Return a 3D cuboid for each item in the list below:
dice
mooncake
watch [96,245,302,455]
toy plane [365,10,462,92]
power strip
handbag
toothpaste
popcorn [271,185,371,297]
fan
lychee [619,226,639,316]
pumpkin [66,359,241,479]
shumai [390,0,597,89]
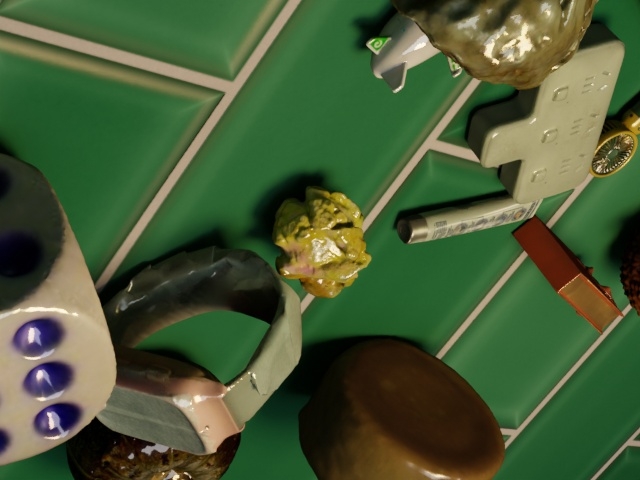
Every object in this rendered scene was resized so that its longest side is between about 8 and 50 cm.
[{"bbox_3d":[-0.366,0.071,1.618,0.243,0.251,0.259,-19,142,-17],"label":"dice"},{"bbox_3d":[0.111,0.282,2.183,0.284,0.284,0.155,3,129,-39],"label":"mooncake"},{"bbox_3d":[-0.153,0.117,1.864,0.162,0.253,0.241,70,38,-55],"label":"watch"},{"bbox_3d":[0.130,-0.246,1.770,0.174,0.080,0.174,-21,141,-19],"label":"toy plane"},{"bbox_3d":[0.286,-0.153,2.007,0.194,0.059,0.265,-17,141,-21],"label":"power strip"},{"bbox_3d":[0.364,0.053,2.241,0.063,0.127,0.190,-41,144,10],"label":"handbag"},{"bbox_3d":[0.213,-0.033,2.106,0.239,0.039,0.062,-12,143,-29],"label":"toothpaste"},{"bbox_3d":[0.000,0.000,1.928,0.126,0.126,0.145,5,151,-7],"label":"popcorn"},{"bbox_3d":[0.423,-0.155,2.123,0.155,0.039,0.082,-44,142,11],"label":"fan"},{"bbox_3d":[0.549,0.039,2.314,0.238,0.200,0.200,-2,134,-52],"label":"lychee"},{"bbox_3d":[-0.217,0.265,2.025,0.238,0.159,0.238,-23,147,-16],"label":"pumpkin"},{"bbox_3d":[0.216,-0.332,1.536,0.292,0.330,0.288,45,120,-11],"label":"shumai"}]
